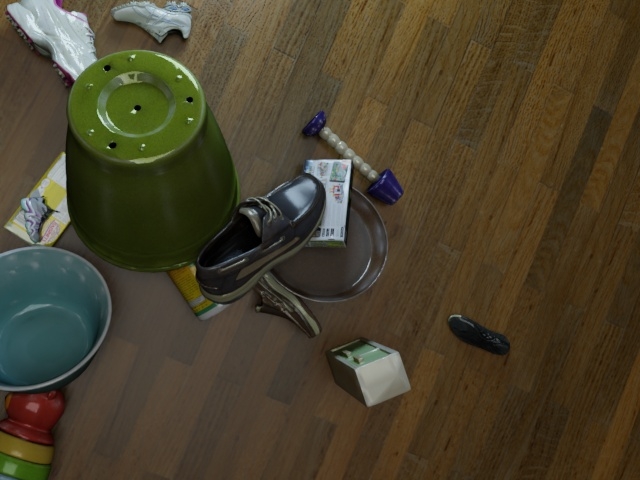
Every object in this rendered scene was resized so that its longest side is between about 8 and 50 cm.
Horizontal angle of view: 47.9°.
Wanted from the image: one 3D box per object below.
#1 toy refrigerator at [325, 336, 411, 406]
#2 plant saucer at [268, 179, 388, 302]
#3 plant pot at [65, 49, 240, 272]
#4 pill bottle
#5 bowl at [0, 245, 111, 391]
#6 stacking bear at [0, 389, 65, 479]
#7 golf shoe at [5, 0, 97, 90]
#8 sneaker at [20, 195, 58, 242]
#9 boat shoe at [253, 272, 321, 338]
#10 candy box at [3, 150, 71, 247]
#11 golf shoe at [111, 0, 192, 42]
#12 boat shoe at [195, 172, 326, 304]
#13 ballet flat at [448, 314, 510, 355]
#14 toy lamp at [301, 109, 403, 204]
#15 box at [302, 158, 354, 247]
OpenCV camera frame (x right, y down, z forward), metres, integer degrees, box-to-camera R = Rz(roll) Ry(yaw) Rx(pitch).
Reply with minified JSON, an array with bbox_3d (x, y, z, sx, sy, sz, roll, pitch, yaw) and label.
[{"bbox_3d":[0.097,0.280,1.588,0.102,0.269,0.094,-19,94,-12],"label":"toy refrigerator"},{"bbox_3d":[0.000,0.000,1.639,0.310,0.050,0.311,6,66,-14],"label":"plant saucer"},{"bbox_3d":[-0.335,-0.171,1.396,0.366,0.353,0.366,3,67,-7],"label":"plant pot"},{"bbox_3d":[-0.273,0.062,1.583,0.117,0.117,0.208,-33,96,-11],"label":"pill bottle"},{"bbox_3d":[-0.572,0.183,1.458,0.311,0.163,0.311,3,57,-5],"label":"bowl"},{"bbox_3d":[-0.626,0.430,1.484,0.164,0.175,0.289,25,76,-19],"label":"stacking bear"},{"bbox_3d":[-0.523,-0.407,1.538,0.140,0.115,0.306,-43,99,-13],"label":"golf shoe"},{"bbox_3d":[-0.589,-0.047,1.525,0.069,0.038,0.098,-13,92,-10],"label":"sneaker"},{"bbox_3d":[-0.109,0.134,1.639,0.095,0.095,0.257,-41,86,-8],"label":"boat shoe"},{"bbox_3d":[-0.577,-0.081,1.562,0.105,0.027,0.206,37,82,-12],"label":"candy box"},{"bbox_3d":[-0.373,-0.483,1.597,0.176,0.069,0.086,-3,96,-12],"label":"golf shoe"},{"bbox_3d":[-0.118,-0.020,1.498,0.132,0.130,0.355,32,68,25],"label":"boat shoe"},{"bbox_3d":[0.389,0.232,1.778,0.173,0.049,0.057,29,116,-7],"label":"ballet flat"},{"bbox_3d":[0.081,-0.189,1.688,0.274,0.080,0.080,41,81,-10],"label":"toy lamp"},{"bbox_3d":[0.010,-0.085,1.608,0.114,0.036,0.207,1,64,12],"label":"box"}]
